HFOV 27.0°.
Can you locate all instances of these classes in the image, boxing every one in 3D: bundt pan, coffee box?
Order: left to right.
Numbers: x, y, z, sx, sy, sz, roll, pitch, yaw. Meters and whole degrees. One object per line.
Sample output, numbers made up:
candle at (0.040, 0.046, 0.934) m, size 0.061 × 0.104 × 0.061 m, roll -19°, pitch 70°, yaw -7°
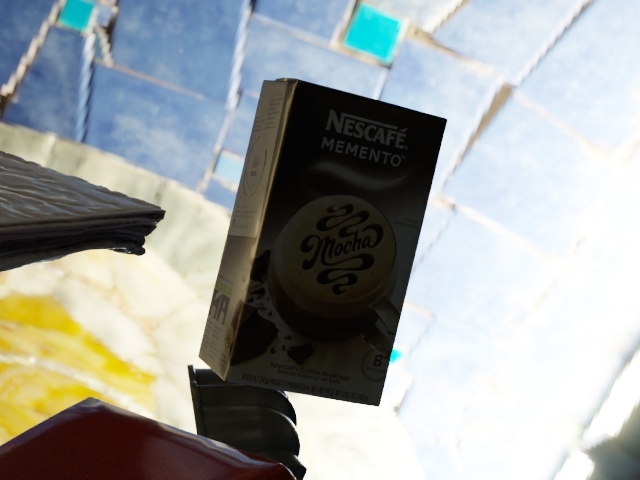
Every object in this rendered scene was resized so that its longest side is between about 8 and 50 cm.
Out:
bundt pan at (-0.080, 0.305, 1.624) m, size 0.331 × 0.124 × 0.331 m, roll 173°, pitch -90°, yaw -84°
coffee box at (0.000, 0.000, 1.338) m, size 0.119 × 0.168 × 0.297 m, roll -160°, pitch -98°, yaw -70°

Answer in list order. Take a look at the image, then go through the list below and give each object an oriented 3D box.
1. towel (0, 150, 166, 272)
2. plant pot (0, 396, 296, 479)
towel at (-0.333, -0.042, 1.015) m, size 0.317 × 0.331 × 0.053 m, roll -8°, pitch 115°, yaw -66°
plant pot at (-0.150, 0.265, 0.724) m, size 0.267 × 0.235 × 0.267 m, roll 4°, pitch -71°, yaw 57°
